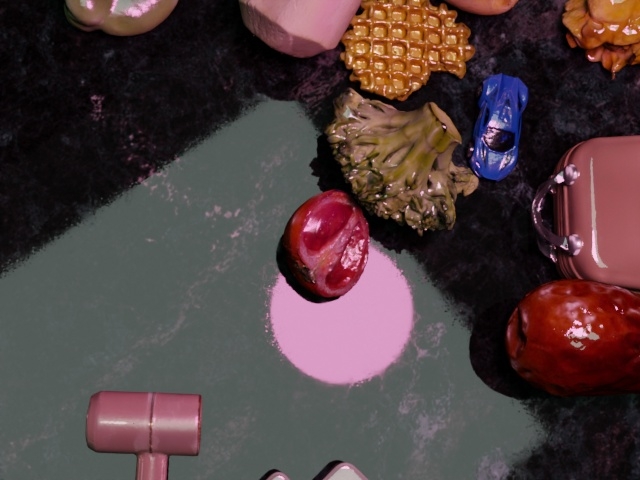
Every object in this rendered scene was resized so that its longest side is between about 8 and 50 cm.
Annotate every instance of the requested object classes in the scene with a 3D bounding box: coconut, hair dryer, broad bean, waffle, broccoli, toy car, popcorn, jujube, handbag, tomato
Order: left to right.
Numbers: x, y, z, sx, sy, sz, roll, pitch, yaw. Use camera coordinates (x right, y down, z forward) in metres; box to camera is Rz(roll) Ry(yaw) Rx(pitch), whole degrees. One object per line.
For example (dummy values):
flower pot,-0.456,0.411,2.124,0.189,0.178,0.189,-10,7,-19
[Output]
broad bean,-0.379,-0.466,1.625,0.228,0.100,0.169,-1,86,-20
hair dryer,-0.300,0.426,1.450,0.189,0.107,0.344,3,84,-7
coconut,-0.029,-0.462,1.590,0.241,0.241,0.241,2,78,-8
tomato,0.000,0.000,1.579,0.173,0.099,0.189,-46,127,-29
waffle,0.164,-0.373,1.696,0.249,0.056,0.253,35,74,1
broccoli,0.160,-0.165,1.556,0.288,0.245,0.248,31,46,-24
toy car,0.345,-0.222,1.684,0.103,0.063,0.216,12,77,-6
jujube,0.489,0.178,1.540,0.318,0.223,0.223,7,77,-9
handbag,0.524,-0.047,1.632,0.283,0.149,0.302,3,80,-10
popcorn,0.604,-0.446,1.706,0.253,0.190,0.191,-23,74,-9

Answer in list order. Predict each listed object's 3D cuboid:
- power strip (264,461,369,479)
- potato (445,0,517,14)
power strip,-0.032,0.483,1.487,0.265,0.059,0.193,-43,87,-13
potato,0.296,-0.540,1.714,0.233,0.146,0.150,26,46,-1
